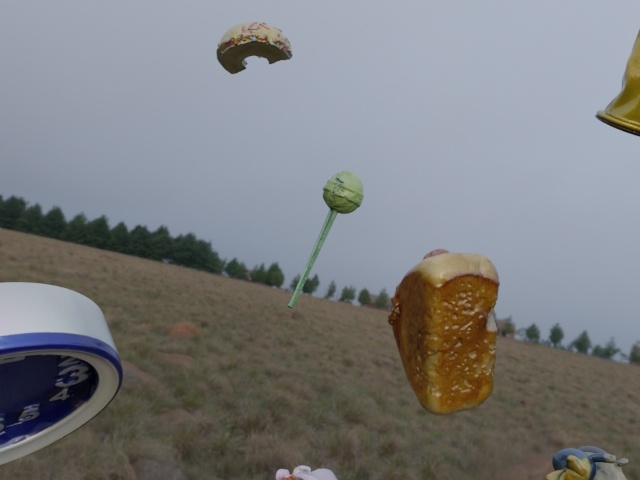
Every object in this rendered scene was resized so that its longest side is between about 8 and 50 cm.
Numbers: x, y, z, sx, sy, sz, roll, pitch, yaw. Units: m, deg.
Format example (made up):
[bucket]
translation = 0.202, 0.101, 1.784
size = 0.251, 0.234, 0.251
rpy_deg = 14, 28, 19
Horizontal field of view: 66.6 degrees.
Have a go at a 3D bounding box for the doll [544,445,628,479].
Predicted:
[doll]
translation = 0.403, 0.350, 0.724
size = 0.180, 0.102, 0.089
rpy_deg = 12, 30, -40

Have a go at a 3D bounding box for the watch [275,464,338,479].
[watch]
translation = -0.040, 0.770, 1.385
size = 0.231, 0.244, 0.196
rpy_deg = 41, -9, -39

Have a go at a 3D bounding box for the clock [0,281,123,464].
[clock]
translation = -0.316, 0.136, 0.463
size = 0.231, 0.230, 0.083
rpy_deg = 20, 31, -52

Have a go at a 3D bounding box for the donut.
[donut]
translation = -0.151, -0.419, 1.042
size = 0.166, 0.065, 0.108
rpy_deg = -6, -14, 16

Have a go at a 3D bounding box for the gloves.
[gloves]
translation = 0.628, -0.342, 0.875
size = 0.133, 0.294, 0.116
rpy_deg = 23, 31, 10

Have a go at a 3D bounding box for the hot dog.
[hot dog]
translation = 0.197, 0.134, 0.788
size = 0.151, 0.256, 0.153
rpy_deg = -4, 13, -11

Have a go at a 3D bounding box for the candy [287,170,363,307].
[candy]
translation = 0.000, 0.000, 1.090
size = 0.093, 0.335, 0.092
rpy_deg = 26, 2, 4
